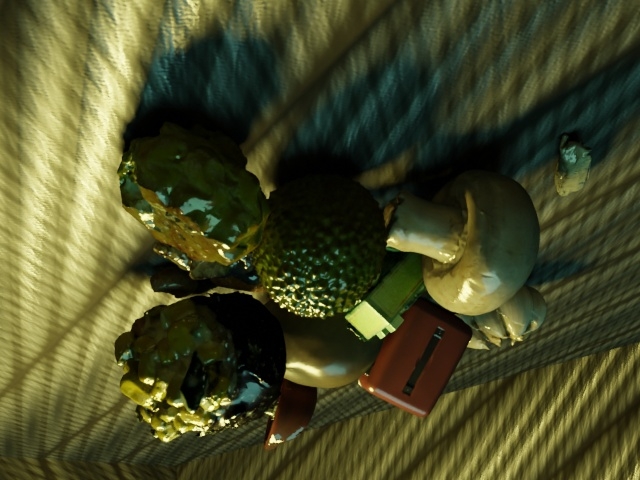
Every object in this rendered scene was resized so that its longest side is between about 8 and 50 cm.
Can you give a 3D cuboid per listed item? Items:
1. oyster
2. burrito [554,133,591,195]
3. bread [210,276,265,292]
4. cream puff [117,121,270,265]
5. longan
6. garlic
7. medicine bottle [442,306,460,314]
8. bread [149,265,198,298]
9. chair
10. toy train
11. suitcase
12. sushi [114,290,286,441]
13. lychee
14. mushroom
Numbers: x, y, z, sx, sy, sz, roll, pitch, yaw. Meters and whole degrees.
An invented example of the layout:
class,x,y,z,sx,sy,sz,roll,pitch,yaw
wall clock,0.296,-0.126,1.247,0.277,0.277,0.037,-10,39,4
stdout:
class,x,y,z,sx,sy,sz,roll,pitch,yaw
oyster,-0.173,0.031,1.550,0.221,0.096,0.361,-34,150,30
burrito,0.510,-0.144,1.483,0.063,0.058,0.229,-17,154,8
bread,-0.193,0.096,1.732,0.052,0.044,0.157,5,173,45
cream puff,-0.200,-0.089,1.195,0.281,0.185,0.282,29,161,11
longan,-0.009,0.244,1.868,0.350,0.288,0.288,-2,159,17
garlic,0.514,0.209,2.100,0.281,0.203,0.185,-5,139,-4
medicine bottle,0.369,0.140,1.989,0.107,0.107,0.191,-16,156,12
bread,-0.325,0.091,1.650,0.082,0.060,0.113,-18,157,17
chair,-0.225,0.427,1.939,0.400,0.227,0.226,14,152,-5
toy train,0.134,0.074,1.574,0.271,0.188,0.159,-44,177,-29
suitcase,0.248,0.304,1.964,0.236,0.297,0.161,28,179,-18
sushi,-0.272,0.280,1.651,0.328,0.328,0.285,-14,168,35
lychee,-0.001,0.004,1.353,0.269,0.320,0.270,-6,125,-9
mushroom,0.264,-0.002,1.416,0.290,0.298,0.297,9,152,-14
